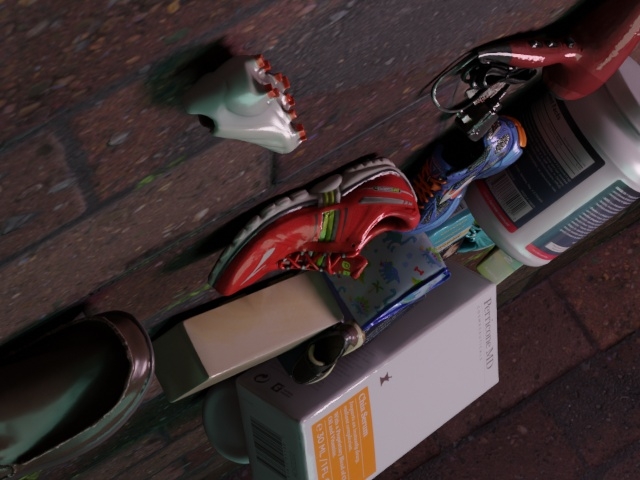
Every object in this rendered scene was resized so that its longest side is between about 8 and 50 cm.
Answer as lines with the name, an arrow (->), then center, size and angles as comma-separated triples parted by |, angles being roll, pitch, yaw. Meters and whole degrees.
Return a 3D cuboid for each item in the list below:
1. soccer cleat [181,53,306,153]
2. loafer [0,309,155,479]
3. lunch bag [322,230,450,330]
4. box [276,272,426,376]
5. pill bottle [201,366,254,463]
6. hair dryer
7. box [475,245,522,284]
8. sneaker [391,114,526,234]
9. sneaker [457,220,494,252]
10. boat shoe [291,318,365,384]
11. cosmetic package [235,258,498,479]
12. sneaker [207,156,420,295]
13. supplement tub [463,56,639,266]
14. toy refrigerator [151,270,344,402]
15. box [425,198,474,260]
soccer cleat -> -0.064, -0.114, 1.273 | 0.076, 0.068, 0.196 | -19, 168, 7
loafer -> -0.344, 0.200, 1.606 | 0.366, 0.134, 0.130 | -34, 168, 3
lunch bag -> 0.087, 0.036, 2.078 | 0.151, 0.129, 0.096 | -34, 167, 1
box -> 0.032, 0.103, 2.250 | 0.207, 0.108, 0.153 | -18, 161, -50
pill bottle -> -0.072, 0.284, 2.592 | 0.153, 0.153, 0.264 | -41, 166, 33
hair dryer -> 0.275, -0.208, 1.713 | 0.293, 0.080, 0.223 | -34, 167, 5
box -> 0.436, -0.063, 2.642 | 0.322, 0.058, 0.232 | -45, 177, 40
sneaker -> 0.160, -0.091, 1.925 | 0.221, 0.083, 0.087 | -43, 152, 20
sneaker -> 0.266, -0.037, 2.326 | 0.110, 0.107, 0.275 | -22, 166, -13
boat shoe -> 0.000, 0.162, 2.123 | 0.049, 0.056, 0.152 | -13, 155, -48
cosmetic package -> 0.089, 0.233, 2.455 | 0.453, 0.161, 0.230 | -33, 133, -31
sneaker -> 0.000, 0.000, 1.735 | 0.279, 0.118, 0.107 | -29, 167, -20
supplement tub -> 0.338, -0.109, 1.995 | 0.272, 0.191, 0.191 | -38, 167, 25
toy refrigerator -> -0.104, 0.123, 2.032 | 0.269, 0.094, 0.102 | -20, 170, -44
box -> 0.171, -0.014, 2.255 | 0.100, 0.060, 0.244 | -30, 168, -11
